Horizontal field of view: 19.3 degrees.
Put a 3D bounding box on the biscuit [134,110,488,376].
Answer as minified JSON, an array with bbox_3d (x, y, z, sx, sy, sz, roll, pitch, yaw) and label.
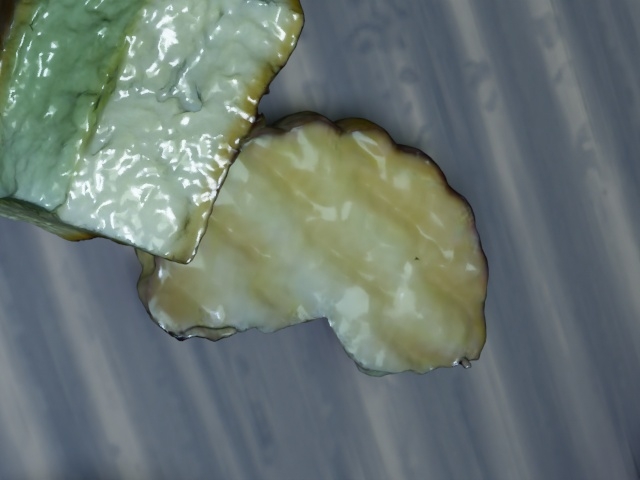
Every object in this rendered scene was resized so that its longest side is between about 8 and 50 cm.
[{"bbox_3d":[0.000,0.000,0.878,0.183,0.061,0.118,13,86,-26],"label":"biscuit"}]

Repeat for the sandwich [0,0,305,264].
[{"bbox_3d":[-0.082,-0.110,0.768,0.108,0.186,0.220,20,84,-26],"label":"sandwich"}]
